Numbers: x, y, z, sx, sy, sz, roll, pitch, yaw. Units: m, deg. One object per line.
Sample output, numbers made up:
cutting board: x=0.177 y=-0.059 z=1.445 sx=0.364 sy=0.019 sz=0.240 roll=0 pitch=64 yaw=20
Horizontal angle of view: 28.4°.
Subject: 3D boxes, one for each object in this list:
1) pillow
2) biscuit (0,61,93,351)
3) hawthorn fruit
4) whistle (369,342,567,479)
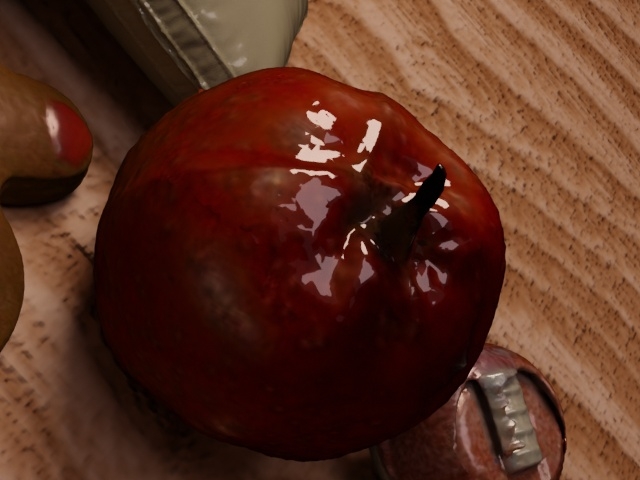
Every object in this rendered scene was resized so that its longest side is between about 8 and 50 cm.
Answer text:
pillow: x=-0.126 y=-0.243 z=0.923 sx=0.322 sy=0.120 sz=0.255 roll=51 pitch=26 yaw=-23
biscuit: x=-0.261 y=-0.107 z=0.777 sx=0.283 sy=0.064 sz=0.432 roll=11 pitch=56 yaw=-40
hawthorn fruit: x=0.000 y=0.000 z=0.766 sx=0.254 sy=0.300 sz=0.254 roll=10 pitch=65 yaw=-22
whistle: x=0.120 y=0.204 z=0.889 sx=0.142 sy=0.133 sz=0.346 roll=-1 pitch=72 yaw=-54
